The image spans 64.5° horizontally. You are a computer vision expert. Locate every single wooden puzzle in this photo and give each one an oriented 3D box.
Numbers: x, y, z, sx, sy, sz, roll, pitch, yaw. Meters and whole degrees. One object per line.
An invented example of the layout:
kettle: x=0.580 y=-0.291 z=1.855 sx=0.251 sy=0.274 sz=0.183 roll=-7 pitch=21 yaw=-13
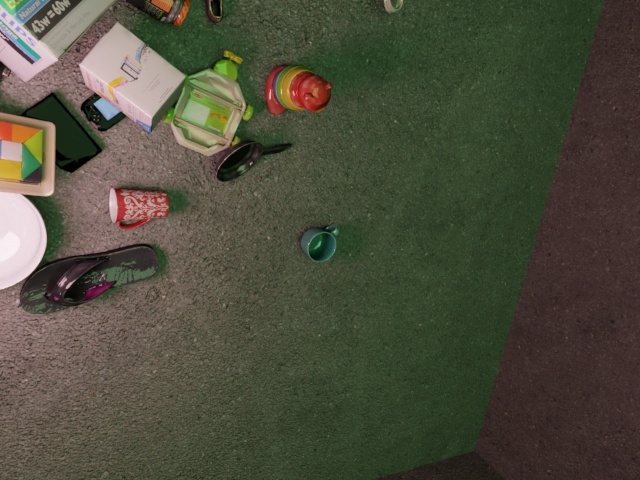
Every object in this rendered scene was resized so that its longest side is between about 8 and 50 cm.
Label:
wooden puzzle: x=-0.860 y=-0.242 z=1.397 sx=0.238 sy=0.044 sz=0.221 roll=3 pitch=85 yaw=-45

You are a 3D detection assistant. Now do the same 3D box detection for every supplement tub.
supplement tub: x=-0.491 y=-0.724 z=1.497 sx=0.190 sy=0.117 sz=0.117 roll=22 pitch=97 yaw=-34

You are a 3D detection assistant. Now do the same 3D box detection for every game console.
game console: x=-0.704 y=-0.390 z=1.551 sx=0.361 sy=0.044 sz=0.213 roll=-41 pitch=123 yaw=-11

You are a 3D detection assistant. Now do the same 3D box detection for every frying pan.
frying pan: x=-0.237 y=-0.316 z=1.789 sx=0.326 sy=0.197 sz=0.053 roll=-36 pitch=78 yaw=-17

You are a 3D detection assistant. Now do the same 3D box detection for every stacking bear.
stacking bear: x=-0.062 y=-0.507 z=1.718 sx=0.175 sy=0.289 sz=0.164 roll=-26 pitch=120 yaw=-18

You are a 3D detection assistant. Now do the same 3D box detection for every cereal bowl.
cereal bowl: x=-0.986 y=-0.029 z=1.472 sx=0.338 sy=0.141 sz=0.339 roll=-11 pitch=115 yaw=-26

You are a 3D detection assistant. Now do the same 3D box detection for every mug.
mug: x=-0.003 y=0.009 z=2.068 sx=0.157 sy=0.097 sz=0.130 roll=-13 pitch=114 yaw=-25
mug: x=-0.608 y=-0.113 z=1.694 sx=0.169 sy=0.150 sz=0.113 roll=-4 pitch=75 yaw=-32

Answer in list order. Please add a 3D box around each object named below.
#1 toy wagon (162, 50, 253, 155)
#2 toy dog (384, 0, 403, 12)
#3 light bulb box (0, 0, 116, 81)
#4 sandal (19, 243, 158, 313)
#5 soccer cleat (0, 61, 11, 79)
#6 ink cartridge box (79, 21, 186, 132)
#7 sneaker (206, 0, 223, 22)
toy wagon: x=-0.359 y=-0.464 z=1.703 sx=0.267 sy=0.068 sz=0.345 roll=20 pitch=98 yaw=-34
toy dog: x=0.175 y=-0.974 z=1.784 sx=0.333 sy=0.161 sz=0.220 roll=20 pitch=96 yaw=-48
light bulb box: x=-0.663 y=-0.614 z=1.247 sx=0.225 sy=0.361 sz=0.358 roll=47 pitch=67 yaw=-34
sandal: x=-0.760 y=0.124 z=1.679 sx=0.445 sy=0.107 sz=0.168 roll=-21 pitch=118 yaw=-21
soccer cleat: x=-0.952 y=-0.428 z=1.386 sx=0.121 sy=0.093 sz=0.289 roll=32 pitch=96 yaw=-4
ink cartridge box: x=-0.544 y=-0.468 z=1.481 sx=0.232 sy=0.171 sz=0.168 roll=37 pitch=76 yaw=-14
sneaker: x=-0.332 y=-0.785 z=1.590 sx=0.066 sy=0.071 sz=0.189 roll=-18 pitch=117 yaw=-22
